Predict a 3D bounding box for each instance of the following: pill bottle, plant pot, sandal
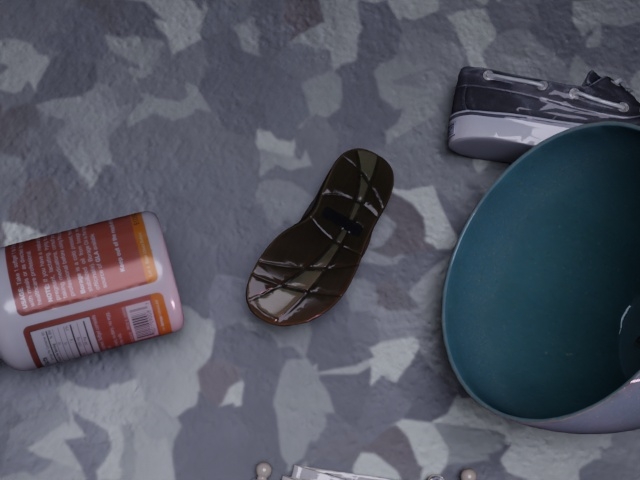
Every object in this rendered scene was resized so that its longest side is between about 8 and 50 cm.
[{"bbox_3d":[-0.247,0.053,1.208,0.216,0.121,0.121,-14,79,-8],"label":"pill bottle"},{"bbox_3d":[0.287,0.059,1.200,0.195,0.290,0.290,27,74,-35],"label":"plant pot"},{"bbox_3d":[0.000,0.000,1.279,0.090,0.060,0.219,31,63,-4],"label":"sandal"}]

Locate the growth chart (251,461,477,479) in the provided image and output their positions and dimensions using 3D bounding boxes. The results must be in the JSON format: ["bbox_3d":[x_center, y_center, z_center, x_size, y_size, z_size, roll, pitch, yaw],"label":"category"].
[{"bbox_3d":[0.030,0.300,1.232,0.237,0.021,0.172,5,79,-3],"label":"growth chart"}]

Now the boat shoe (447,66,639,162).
[{"bbox_3d":[0.284,-0.124,1.308,0.301,0.108,0.102,8,79,4],"label":"boat shoe"}]
